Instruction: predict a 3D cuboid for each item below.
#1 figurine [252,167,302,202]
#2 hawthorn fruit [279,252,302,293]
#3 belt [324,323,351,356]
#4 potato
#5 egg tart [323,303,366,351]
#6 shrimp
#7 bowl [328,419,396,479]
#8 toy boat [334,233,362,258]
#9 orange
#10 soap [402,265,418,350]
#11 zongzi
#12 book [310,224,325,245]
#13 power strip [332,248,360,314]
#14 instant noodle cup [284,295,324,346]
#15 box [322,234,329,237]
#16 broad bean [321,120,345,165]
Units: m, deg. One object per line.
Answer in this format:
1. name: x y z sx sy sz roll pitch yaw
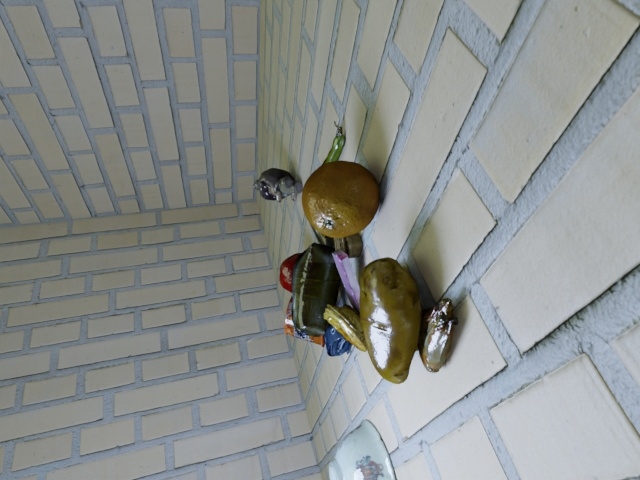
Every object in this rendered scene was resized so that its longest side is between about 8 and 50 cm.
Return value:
1. figurine: -0.244 -0.335 2.512 0.381 0.248 0.203 17 109 59
2. hawthorn fruit: -0.089 0.206 2.214 0.210 0.230 0.266 -50 63 23
3. belt: 0.076 0.419 1.851 0.218 0.122 0.128 102 159 -54
4. potato: 0.195 0.222 1.165 0.196 0.176 0.368 6 109 31
5. egg tart: 0.111 0.329 1.634 0.241 0.106 0.241 44 167 13
6. shrimp: 0.295 0.232 1.079 0.294 0.062 0.154 97 165 -48
7. bowl: 0.152 0.985 1.716 0.435 0.196 0.434 173 90 -75
8. toy boat: 0.111 0.017 1.640 0.188 0.061 0.116 171 93 -75
9. orange: 0.064 -0.132 1.352 0.264 0.264 0.264 172 90 -75
10. soap: 0.252 0.206 1.261 0.092 0.037 0.251 150 111 -75
11. zongzi: -0.059 0.231 1.923 0.432 0.208 0.403 164 117 -68
12. book: 0.000 0.000 1.981 0.198 0.016 0.138 63 175 -27
13. power strip: 0.114 0.161 1.607 0.278 0.038 0.109 69 169 -19
14. instant noodle cup: -0.056 0.372 2.011 0.250 0.192 0.250 9 -90 -81
15. box: 0.021 -0.149 1.871 0.153 0.074 0.239 -132 36 -58
16. broad bean: 0.051 -0.343 1.692 0.325 0.067 0.075 118 141 -58
